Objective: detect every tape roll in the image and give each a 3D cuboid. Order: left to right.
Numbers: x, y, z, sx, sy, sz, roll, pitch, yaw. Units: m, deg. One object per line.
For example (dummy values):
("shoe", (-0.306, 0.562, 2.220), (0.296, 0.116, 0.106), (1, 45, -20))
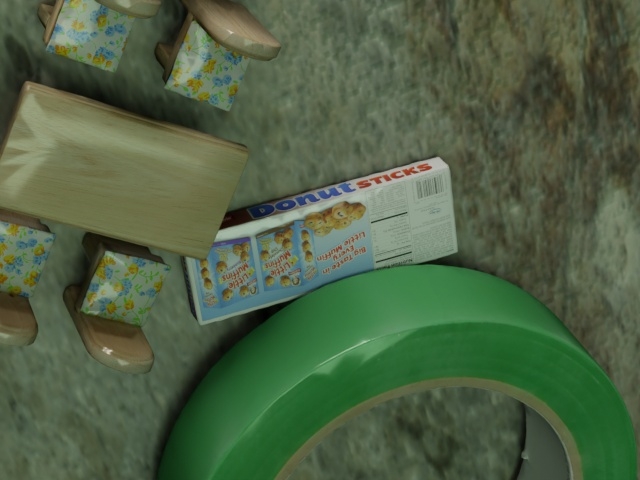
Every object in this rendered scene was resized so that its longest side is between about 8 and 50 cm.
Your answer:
("tape roll", (0.052, 0.172, 1.194), (0.321, 0.077, 0.321), (-9, 121, -16))

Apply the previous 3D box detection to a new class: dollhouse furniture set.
("dollhouse furniture set", (-0.153, -0.042, 0.977), (0.242, 0.161, 0.212), (15, 108, -26))

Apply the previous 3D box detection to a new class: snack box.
("snack box", (0.000, 0.000, 1.136), (0.178, 0.022, 0.064), (-15, 120, -13))
